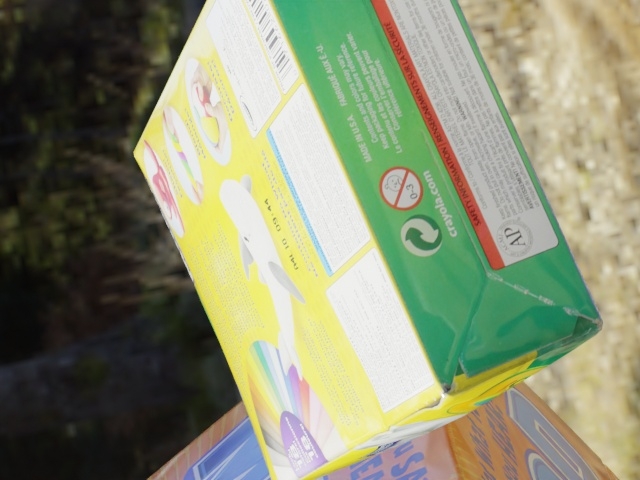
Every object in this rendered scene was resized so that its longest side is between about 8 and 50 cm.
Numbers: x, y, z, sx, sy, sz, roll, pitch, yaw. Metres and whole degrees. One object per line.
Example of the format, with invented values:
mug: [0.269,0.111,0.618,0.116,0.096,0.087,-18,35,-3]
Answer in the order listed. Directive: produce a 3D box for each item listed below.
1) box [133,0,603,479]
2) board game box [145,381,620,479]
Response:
box: [0.000,0.000,0.461,0.105,0.043,0.179,67,160,7]
board game box: [0.043,0.303,1.010,0.356,0.356,0.356,46,-168,-16]
